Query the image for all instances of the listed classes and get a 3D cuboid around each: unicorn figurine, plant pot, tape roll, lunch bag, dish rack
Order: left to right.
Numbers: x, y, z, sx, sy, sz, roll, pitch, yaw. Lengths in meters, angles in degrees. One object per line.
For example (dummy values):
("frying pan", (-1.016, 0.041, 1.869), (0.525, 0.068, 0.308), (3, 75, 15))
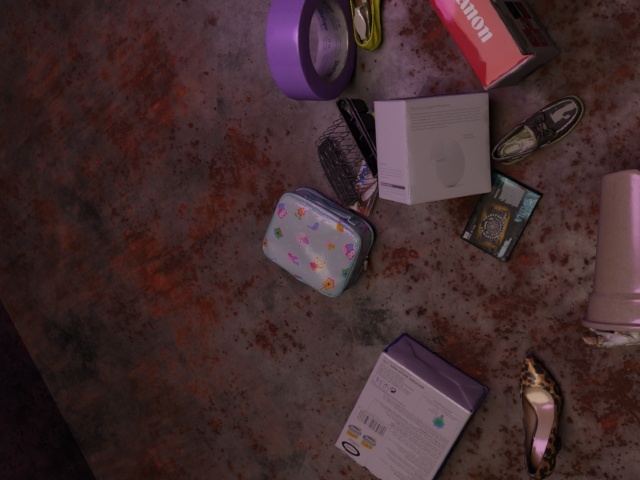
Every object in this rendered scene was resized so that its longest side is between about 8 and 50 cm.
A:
("tape roll", (-0.016, -0.467, 1.815), (0.090, 0.275, 0.275), (8, 107, 30))
("lunch bag", (0.000, 0.000, 2.027), (0.279, 0.108, 0.224), (31, 114, 20))
("dish rack", (0.065, -0.204, 1.903), (0.271, 0.074, 0.208), (-42, 69, 54))
("unicorn figurine", (0.671, 0.216, 1.704), (0.162, 0.111, 0.060), (-1, 62, 52))
("plant pot", (0.680, 0.010, 1.525), (0.334, 0.334, 0.305), (-3, 89, 31))

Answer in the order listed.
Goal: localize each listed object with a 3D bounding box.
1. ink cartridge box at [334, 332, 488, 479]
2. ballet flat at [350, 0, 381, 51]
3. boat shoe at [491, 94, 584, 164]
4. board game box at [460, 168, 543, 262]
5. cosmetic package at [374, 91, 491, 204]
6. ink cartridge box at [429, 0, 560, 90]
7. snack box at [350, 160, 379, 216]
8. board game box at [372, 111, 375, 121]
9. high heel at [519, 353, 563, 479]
("ink cartridge box", (0.216, 0.482, 1.998), (0.270, 0.151, 0.395), (33, 116, 20))
("ballet flat", (0.101, -0.566, 1.836), (0.077, 0.077, 0.231), (-1, 102, 32))
("boat shoe", (0.473, -0.235, 1.702), (0.223, 0.073, 0.080), (-35, 84, 33))
("board game box", (0.420, -0.056, 1.809), (0.126, 0.026, 0.186), (32, 117, 20))
("cosmetic package", (0.251, -0.211, 1.735), (0.138, 0.224, 0.225), (22, 118, 62))
("ink cartridge box", (0.331, -0.477, 1.607), (0.130, 0.272, 0.309), (-35, 83, 32))
("snack box", (0.125, -0.153, 1.963), (0.064, 0.022, 0.178), (30, 116, 23))
("board game box", (0.191, -0.231, 1.861), (0.043, 0.092, 0.181), (-19, 92, 33))
("high heel", (0.497, 0.409, 1.789), (0.093, 0.186, 0.261), (-12, 96, 33))
